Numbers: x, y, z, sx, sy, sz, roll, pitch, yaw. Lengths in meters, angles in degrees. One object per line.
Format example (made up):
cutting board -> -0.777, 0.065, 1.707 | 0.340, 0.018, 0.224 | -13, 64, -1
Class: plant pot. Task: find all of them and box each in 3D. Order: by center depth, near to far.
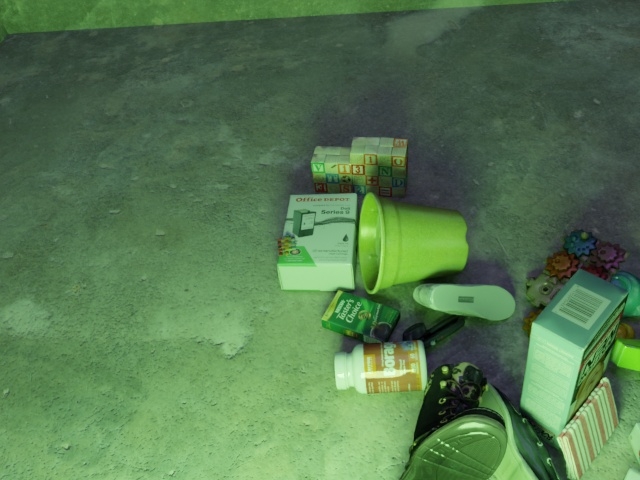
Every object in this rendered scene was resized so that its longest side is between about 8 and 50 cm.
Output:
plant pot -> 0.255, 0.006, 1.768 | 0.254, 0.276, 0.276 | 0, 45, -8

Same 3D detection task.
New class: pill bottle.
pill bottle -> 0.145, 0.307, 1.563 | 0.216, 0.121, 0.121 | -5, 46, 5

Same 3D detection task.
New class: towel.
towel -> 0.582, 0.406, 1.406 | 0.197, 0.144, 0.029 | -39, 32, -27

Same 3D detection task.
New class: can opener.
can opener -> 0.294, 0.239, 1.659 | 0.186, 0.073, 0.059 | -17, 38, -22

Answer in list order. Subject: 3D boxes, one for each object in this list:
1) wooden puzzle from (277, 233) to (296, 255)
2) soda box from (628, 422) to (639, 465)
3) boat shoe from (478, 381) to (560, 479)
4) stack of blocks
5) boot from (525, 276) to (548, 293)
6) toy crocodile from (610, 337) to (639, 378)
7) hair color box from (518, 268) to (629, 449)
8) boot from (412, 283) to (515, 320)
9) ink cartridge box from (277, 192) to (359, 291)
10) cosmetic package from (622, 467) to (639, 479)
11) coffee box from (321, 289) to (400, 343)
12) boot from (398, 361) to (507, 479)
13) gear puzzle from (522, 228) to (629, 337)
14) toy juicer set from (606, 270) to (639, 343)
wooden puzzle -> -0.093, 0.010, 1.793 | 0.049, 0.006, 0.083 | -11, 45, 2
soda box -> 0.724, 0.489, 1.350 | 0.069, 0.074, 0.216 | -7, 46, 1
boat shoe -> 0.433, 0.451, 1.403 | 0.113, 0.127, 0.340 | 9, 31, -24
stack of blocks -> 0.125, -0.235, 2.054 | 0.297, 0.171, 0.087 | 4, 47, 12
boot -> 0.600, 0.111, 1.753 | 0.087, 0.042, 0.118 | 4, 47, 14
toy crocodile -> 0.856, 0.282, 1.508 | 0.341, 0.115, 0.105 | 7, 29, 11
hair color box -> 0.530, 0.261, 1.383 | 0.114, 0.374, 0.185 | 30, 57, 34
boot -> 0.375, 0.150, 1.707 | 0.258, 0.095, 0.123 | 11, -1, -19
ink cartridge box -> 0.000, 0.000, 1.877 | 0.211, 0.121, 0.289 | -1, 46, 8
cosmetic package -> 0.505, 0.655, 1.113 | 0.161, 0.230, 0.453 | 25, 54, 29
coffee box -> 0.106, 0.208, 1.721 | 0.184, 0.040, 0.113 | 18, 51, 22
boot -> 0.280, 0.370, 1.337 | 0.138, 0.377, 0.284 | 23, 45, 5
gear puzzle -> 0.628, 0.113, 1.672 | 0.175, 0.044, 0.339 | 32, 77, 40
toy juicer set -> 0.752, 0.167, 1.664 | 0.329, 0.089, 0.209 | 14, 69, 31
